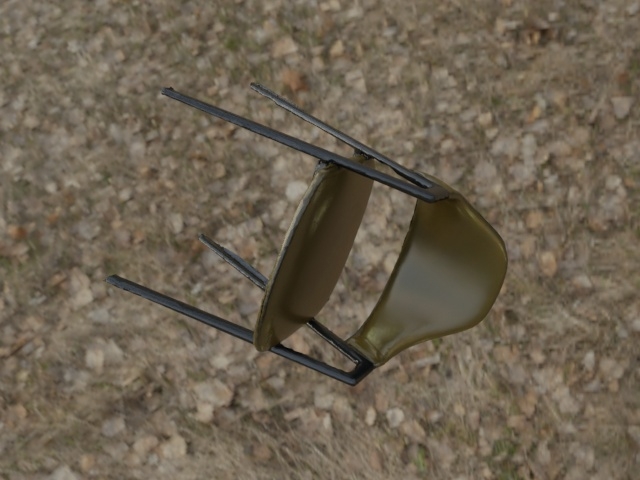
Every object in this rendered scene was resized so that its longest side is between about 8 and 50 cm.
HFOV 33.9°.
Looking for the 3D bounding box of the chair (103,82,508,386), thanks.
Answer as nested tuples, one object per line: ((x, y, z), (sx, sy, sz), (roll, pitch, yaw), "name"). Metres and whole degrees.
((0.000, 0.000, 0.786), (0.246, 0.159, 0.172), (29, 23, 19), "chair")
